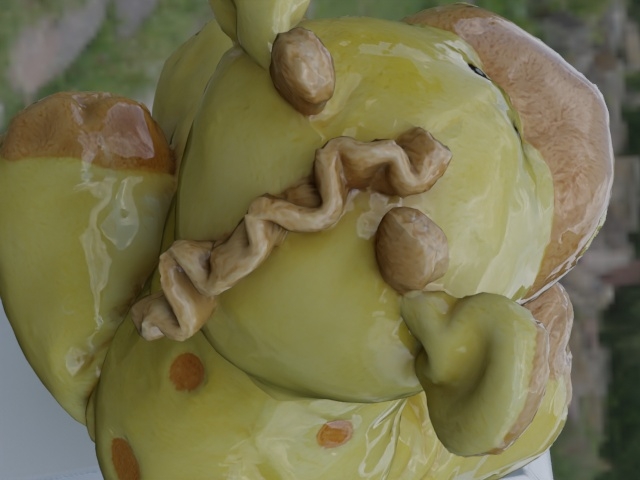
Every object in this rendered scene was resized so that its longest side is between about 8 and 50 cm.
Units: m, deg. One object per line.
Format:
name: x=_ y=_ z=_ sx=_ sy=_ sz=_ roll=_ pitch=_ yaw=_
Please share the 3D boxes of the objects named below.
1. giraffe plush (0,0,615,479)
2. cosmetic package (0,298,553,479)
giraffe plush: x=0.000 y=0.000 z=0.463 sx=0.210 sy=0.181 sz=0.170 roll=-53 pitch=180 yaw=-37
cosmetic package: x=-0.107 y=0.077 z=0.759 sx=0.284 sy=0.377 sz=0.097 roll=45 pitch=36 yaw=-74
